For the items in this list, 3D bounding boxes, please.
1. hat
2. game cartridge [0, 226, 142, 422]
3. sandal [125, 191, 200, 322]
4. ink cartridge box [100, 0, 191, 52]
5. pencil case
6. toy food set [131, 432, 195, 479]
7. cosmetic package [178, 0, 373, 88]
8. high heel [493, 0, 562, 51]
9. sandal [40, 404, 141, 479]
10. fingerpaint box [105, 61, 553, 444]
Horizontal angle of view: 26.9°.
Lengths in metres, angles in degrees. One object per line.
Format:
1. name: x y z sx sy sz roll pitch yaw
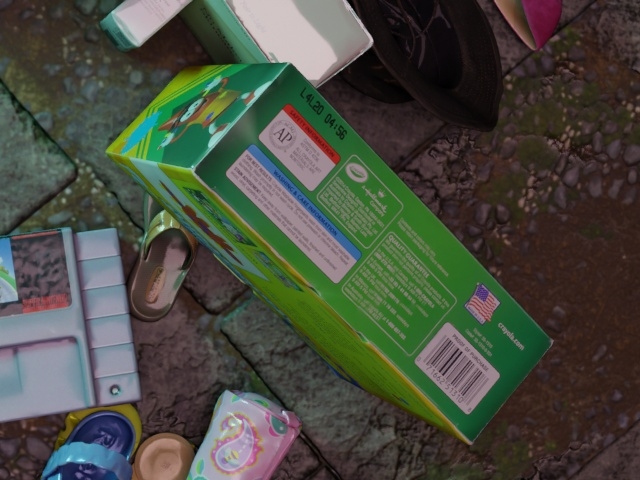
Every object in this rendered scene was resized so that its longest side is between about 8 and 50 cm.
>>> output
1. hat: 0.089 -0.252 1.686 0.134 0.331 0.331 -29 103 31
2. game cartridge: -0.410 0.112 1.644 0.355 0.068 0.230 -8 88 -11
3. sandal: -0.195 0.000 1.701 0.090 0.060 0.219 19 91 -13
4. ink cartridge box: -0.158 -0.319 1.614 0.232 0.189 0.066 -37 102 -8
5. pencil case: -0.126 0.332 1.713 0.124 0.124 0.284 26 86 -13
6. toy food set: -0.202 0.291 1.746 0.082 0.020 0.083 20 90 -14
7. cosmetic package: -0.062 -0.253 1.579 0.113 0.309 0.160 -38 101 -7
8. high heel: 0.215 -0.348 1.750 0.244 0.082 0.117 26 79 -26
9. sandal: -0.321 0.348 1.668 0.126 0.138 0.317 23 92 -15
10. fingerpaint box: 0.000 0.000 1.552 0.445 0.371 0.163 45 79 -20
